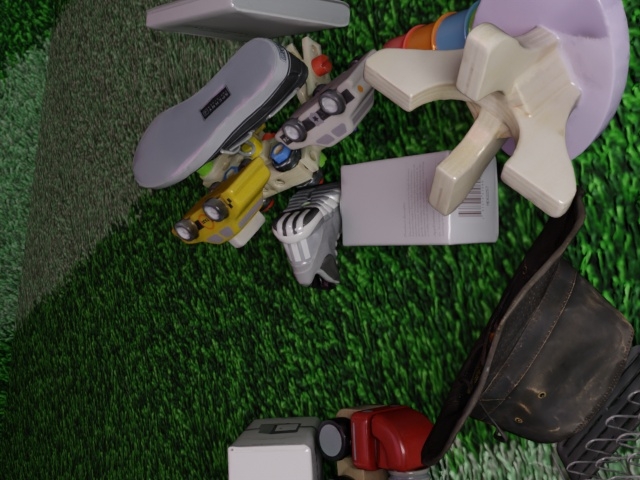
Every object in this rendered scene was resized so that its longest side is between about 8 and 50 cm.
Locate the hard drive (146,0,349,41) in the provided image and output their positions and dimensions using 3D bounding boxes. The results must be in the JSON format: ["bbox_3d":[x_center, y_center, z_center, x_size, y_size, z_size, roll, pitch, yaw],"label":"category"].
[{"bbox_3d":[-0.124,-0.357,1.406,0.307,0.203,0.040,10,99,56],"label":"hard drive"}]

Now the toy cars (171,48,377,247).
[{"bbox_3d":[-0.049,-0.105,1.220,0.393,0.087,0.176,-41,13,12],"label":"toy cars"}]

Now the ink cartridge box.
[{"bbox_3d":[-0.056,0.372,1.273,0.273,0.115,0.198,51,-143,-85],"label":"ink cartridge box"}]

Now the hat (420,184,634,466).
[{"bbox_3d":[0.230,0.117,0.900,0.134,0.331,0.331,30,122,10],"label":"hat"}]

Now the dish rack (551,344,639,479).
[{"bbox_3d":[0.304,0.241,0.853,0.271,0.074,0.208,-107,36,-48],"label":"dish rack"}]

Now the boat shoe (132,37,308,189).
[{"bbox_3d":[-0.147,-0.175,1.302,0.306,0.105,0.113,-42,60,20],"label":"boat shoe"}]

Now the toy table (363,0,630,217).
[{"bbox_3d":[0.186,-0.142,0.887,0.252,0.161,0.274,35,152,33],"label":"toy table"}]

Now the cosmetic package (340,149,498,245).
[{"bbox_3d":[0.122,-0.050,1.152,0.231,0.085,0.117,1,92,59],"label":"cosmetic package"}]

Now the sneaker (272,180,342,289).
[{"bbox_3d":[0.000,0.000,1.261,0.086,0.228,0.132,-7,107,24],"label":"sneaker"}]

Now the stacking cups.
[{"bbox_3d":[0.189,-0.236,1.057,0.316,0.096,0.096,-3,88,61],"label":"stacking cups"}]

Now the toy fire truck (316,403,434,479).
[{"bbox_3d":[0.109,0.331,1.136,0.246,0.158,0.217,-6,85,44],"label":"toy fire truck"}]

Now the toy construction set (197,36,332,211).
[{"bbox_3d":[-0.080,-0.166,1.414,0.327,0.151,0.215,-35,37,43],"label":"toy construction set"}]
